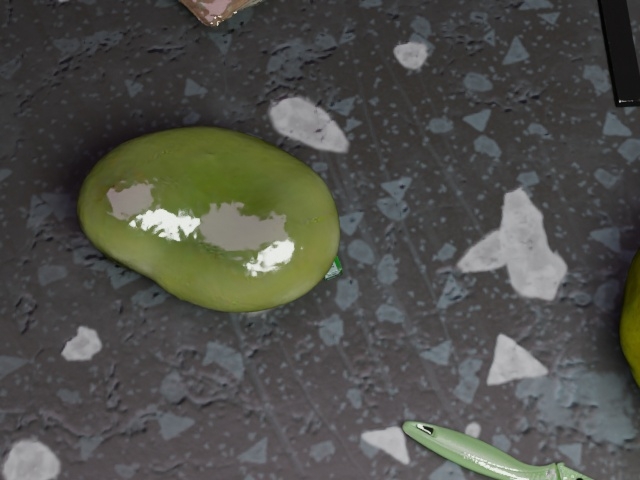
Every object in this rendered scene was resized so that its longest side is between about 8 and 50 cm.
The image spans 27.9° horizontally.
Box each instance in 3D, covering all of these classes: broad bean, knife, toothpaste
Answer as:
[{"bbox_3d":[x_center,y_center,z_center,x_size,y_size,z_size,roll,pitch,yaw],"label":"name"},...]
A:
[{"bbox_3d":[-0.110,-0.024,1.304,0.263,0.121,0.189,15,71,-3],"label":"broad bean"},{"bbox_3d":[0.216,0.229,1.230,0.293,0.020,0.043,23,67,10],"label":"knife"},{"bbox_3d":[0.000,0.000,1.335,0.020,0.017,0.083,-19,67,-7],"label":"toothpaste"}]

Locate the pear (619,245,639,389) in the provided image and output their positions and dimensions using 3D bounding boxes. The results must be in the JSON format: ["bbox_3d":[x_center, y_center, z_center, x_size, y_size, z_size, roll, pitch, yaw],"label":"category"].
[{"bbox_3d":[0.426,0.059,1.182,0.307,0.253,0.253,-19,67,-14],"label":"pear"}]

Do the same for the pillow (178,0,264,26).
[{"bbox_3d":[-0.076,-0.342,1.471,0.248,0.049,0.135,-41,73,-19],"label":"pillow"}]

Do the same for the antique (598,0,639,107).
[{"bbox_3d":[0.330,-0.235,1.431,0.031,0.015,0.192,-4,66,1],"label":"antique"}]
